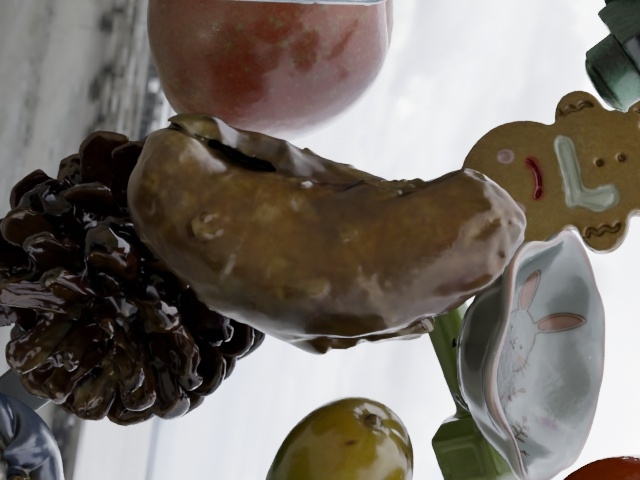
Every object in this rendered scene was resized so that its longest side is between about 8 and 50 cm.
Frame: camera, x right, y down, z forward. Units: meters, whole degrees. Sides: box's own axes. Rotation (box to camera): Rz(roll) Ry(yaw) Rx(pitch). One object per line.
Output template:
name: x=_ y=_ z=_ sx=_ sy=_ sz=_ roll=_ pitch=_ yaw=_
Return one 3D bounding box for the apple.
apple: x=-0.051 y=-0.282 z=1.626 sx=0.348 sy=0.277 sz=0.348 roll=-1 pitch=90 yaw=-82

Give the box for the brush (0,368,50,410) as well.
brush: x=-0.343 y=0.175 z=1.512 sx=0.193 sy=0.063 sz=0.016 roll=-37 pitch=-150 yaw=26

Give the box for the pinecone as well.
pinecone: x=-0.188 y=0.038 z=1.357 sx=0.242 sy=0.298 sz=0.296 roll=-51 pitch=-171 yaw=43

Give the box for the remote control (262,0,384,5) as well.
remote control: x=-0.079 y=-0.127 z=0.596 sx=0.087 sy=0.244 sz=0.047 roll=-116 pitch=-152 yaw=-72

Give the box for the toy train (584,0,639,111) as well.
toy train: x=0.297 y=-0.145 z=0.792 sx=0.285 sy=0.177 sz=0.116 roll=-36 pitch=-152 yaw=12

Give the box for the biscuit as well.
biscuit: x=0.255 y=-0.068 z=1.425 sx=0.035 sy=0.249 sz=0.184 roll=55 pitch=26 yaw=-66

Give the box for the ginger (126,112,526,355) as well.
ginger: x=0.000 y=0.000 z=1.103 sx=0.165 sy=0.321 sz=0.172 roll=-65 pitch=163 yaw=-55

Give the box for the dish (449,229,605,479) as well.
dish: x=0.172 y=0.101 z=1.203 sx=0.229 sy=0.081 sz=0.229 roll=-4 pitch=95 yaw=-54

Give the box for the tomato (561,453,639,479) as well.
tomato: x=0.272 y=0.283 z=1.056 sx=0.180 sy=0.260 sz=0.260 roll=-24 pitch=-133 yaw=33

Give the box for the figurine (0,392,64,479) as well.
figurine: x=-0.252 y=0.200 z=0.881 sx=0.197 sy=0.175 sz=0.265 roll=-60 pitch=-171 yaw=30

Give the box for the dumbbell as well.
dumbbell: x=0.131 y=0.094 z=1.337 sx=0.121 sy=0.108 sz=0.302 roll=-19 pitch=-89 yaw=42

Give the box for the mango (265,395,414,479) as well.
mango: x=0.012 y=0.215 z=1.146 sx=0.251 sy=0.114 sz=0.156 roll=95 pitch=14 yaw=-69
